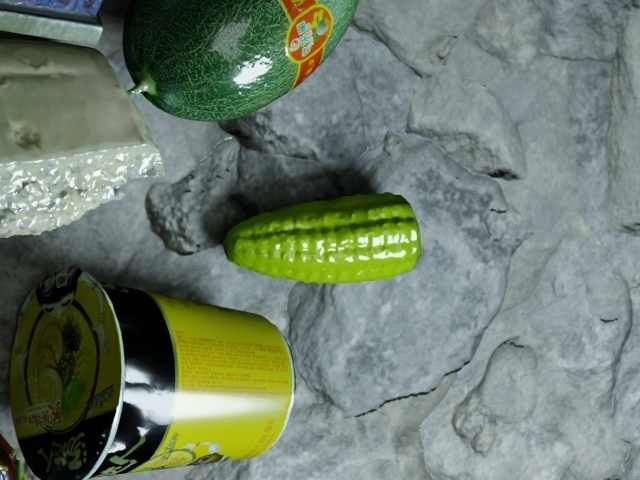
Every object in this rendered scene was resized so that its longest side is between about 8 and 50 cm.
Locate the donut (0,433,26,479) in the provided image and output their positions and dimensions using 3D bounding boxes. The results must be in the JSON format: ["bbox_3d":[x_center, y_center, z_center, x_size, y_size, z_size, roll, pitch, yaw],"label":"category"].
[{"bbox_3d":[-0.388,0.276,1.910,0.235,0.089,0.235,-9,108,-28],"label":"donut"}]

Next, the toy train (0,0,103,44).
[{"bbox_3d":[-0.305,-0.294,1.753,0.300,0.131,0.202,6,130,-29],"label":"toy train"}]

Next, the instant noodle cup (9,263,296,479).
[{"bbox_3d":[-0.161,0.139,1.943,0.236,0.215,0.215,5,101,-38],"label":"instant noodle cup"}]

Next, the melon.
[{"bbox_3d":[-0.079,-0.216,1.878,0.288,0.182,0.182,-43,119,-25],"label":"melon"}]

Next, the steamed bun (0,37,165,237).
[{"bbox_3d":[-0.273,-0.082,1.825,0.225,0.200,0.170,-2,144,-30],"label":"steamed bun"}]

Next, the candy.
[{"bbox_3d":[0.000,0.000,2.041,0.209,0.097,0.096,-4,105,-19],"label":"candy"}]
